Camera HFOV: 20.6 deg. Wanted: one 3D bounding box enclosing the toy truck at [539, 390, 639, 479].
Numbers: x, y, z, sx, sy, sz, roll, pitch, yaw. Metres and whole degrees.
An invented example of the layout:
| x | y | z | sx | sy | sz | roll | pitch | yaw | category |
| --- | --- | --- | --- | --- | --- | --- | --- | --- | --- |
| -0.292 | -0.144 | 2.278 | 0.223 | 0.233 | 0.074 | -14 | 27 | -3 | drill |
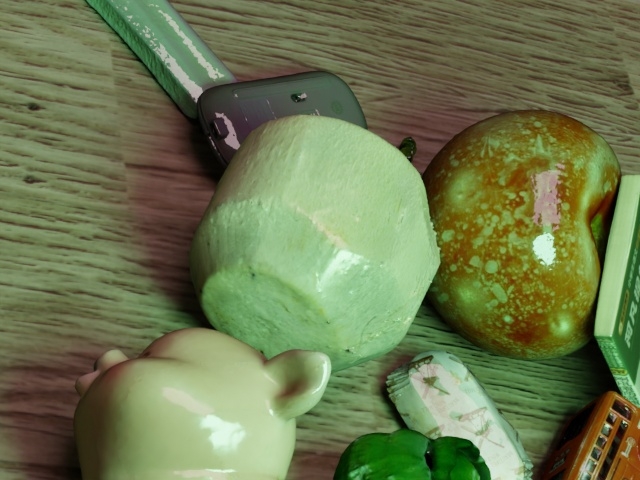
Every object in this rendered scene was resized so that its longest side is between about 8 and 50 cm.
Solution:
| x | y | z | sx | sy | sz | roll | pitch | yaw | category |
| --- | --- | --- | --- | --- | --- | --- | --- | --- | --- |
| 0.275 | 0.277 | 1.812 | 0.114 | 0.107 | 0.253 | 40 | 45 | -4 | toy truck |

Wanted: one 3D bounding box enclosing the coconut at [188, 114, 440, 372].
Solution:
| x | y | z | sx | sy | sz | roll | pitch | yaw | category |
| --- | --- | --- | --- | --- | --- | --- | --- | --- | --- |
| 0.000 | 0.000 | 1.782 | 0.245 | 0.245 | 0.247 | 33 | 53 | -4 | coconut |

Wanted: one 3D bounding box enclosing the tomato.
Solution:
| x | y | z | sx | sy | sz | roll | pitch | yaw | category |
| --- | --- | --- | --- | --- | --- | --- | --- | --- | --- |
| 0.211 | -0.006 | 1.911 | 0.222 | 0.270 | 0.270 | 3 | 39 | 24 | tomato |

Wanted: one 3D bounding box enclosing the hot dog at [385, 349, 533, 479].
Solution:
| x | y | z | sx | sy | sz | roll | pitch | yaw | category |
| --- | --- | --- | --- | --- | --- | --- | --- | --- | --- |
| 0.147 | 0.201 | 1.833 | 0.108 | 0.059 | 0.191 | -20 | 70 | -26 | hot dog |

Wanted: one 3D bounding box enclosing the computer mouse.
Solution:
| x | y | z | sx | sy | sz | roll | pitch | yaw | category |
| --- | --- | --- | --- | --- | --- | --- | --- | --- | --- |
| -0.043 | -0.129 | 1.978 | 0.232 | 0.057 | 0.120 | -15 | 75 | -43 | computer mouse |

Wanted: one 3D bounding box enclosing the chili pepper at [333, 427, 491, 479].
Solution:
| x | y | z | sx | sy | sz | roll | pitch | yaw | category |
| --- | --- | --- | --- | --- | --- | --- | --- | --- | --- |
| 0.089 | 0.349 | 1.603 | 0.167 | 0.213 | 0.385 | -15 | 49 | 10 | chili pepper |

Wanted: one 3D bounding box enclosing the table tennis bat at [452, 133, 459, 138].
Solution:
| x | y | z | sx | sy | sz | roll | pitch | yaw | category |
| --- | --- | --- | --- | --- | --- | --- | --- | --- | --- |
| 0.256 | -0.040 | 2.110 | 0.257 | 0.039 | 0.160 | 38 | 45 | -7 | table tennis bat |

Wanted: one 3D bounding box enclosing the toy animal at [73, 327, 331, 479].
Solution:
| x | y | z | sx | sy | sz | roll | pitch | yaw | category |
| --- | --- | --- | --- | --- | --- | --- | --- | --- | --- |
| -0.099 | 0.232 | 1.563 | 0.269 | 0.237 | 0.326 | -39 | 82 | -27 | toy animal |

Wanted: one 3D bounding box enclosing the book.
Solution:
| x | y | z | sx | sy | sz | roll | pitch | yaw | category |
| --- | --- | --- | --- | --- | --- | --- | --- | --- | --- |
| 0.353 | 0.083 | 1.924 | 0.027 | 0.264 | 0.202 | 1 | 57 | 26 | book |

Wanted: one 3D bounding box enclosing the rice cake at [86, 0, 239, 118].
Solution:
| x | y | z | sx | sy | sz | roll | pitch | yaw | category |
| --- | --- | --- | --- | --- | --- | --- | --- | --- | --- |
| -0.183 | -0.235 | 1.994 | 0.080 | 0.042 | 0.222 | -33 | 76 | -38 | rice cake |

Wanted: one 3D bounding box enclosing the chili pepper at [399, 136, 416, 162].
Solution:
| x | y | z | sx | sy | sz | roll | pitch | yaw | category |
| --- | --- | --- | --- | --- | --- | --- | --- | --- | --- |
| 0.103 | -0.091 | 2.068 | 0.027 | 0.022 | 0.083 | -8 | 54 | 4 | chili pepper |
